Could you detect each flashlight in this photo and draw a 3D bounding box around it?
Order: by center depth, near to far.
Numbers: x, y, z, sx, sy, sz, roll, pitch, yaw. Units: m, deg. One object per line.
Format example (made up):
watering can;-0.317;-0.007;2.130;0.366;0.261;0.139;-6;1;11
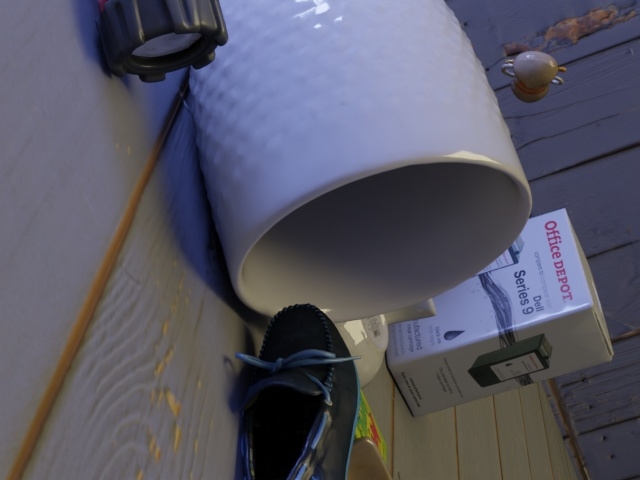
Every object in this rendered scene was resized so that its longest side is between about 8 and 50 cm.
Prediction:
flashlight;-0.163;-0.286;1.096;0.103;0.103;0.304;0;69;-53

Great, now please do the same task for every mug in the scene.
mug;0.045;-0.121;1.270;0.374;0.276;0.328;16;48;-46

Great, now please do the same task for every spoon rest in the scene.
spoon rest;0.053;0.098;1.579;0.276;0.084;0.137;-15;85;-65

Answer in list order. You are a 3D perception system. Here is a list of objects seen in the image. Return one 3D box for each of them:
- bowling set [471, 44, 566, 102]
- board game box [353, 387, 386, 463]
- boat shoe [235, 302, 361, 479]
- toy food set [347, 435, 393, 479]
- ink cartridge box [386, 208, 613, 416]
bowling set;0.118;-0.145;1.483;0.154;0.287;0.200;56;47;-82
board game box;0.017;0.171;1.344;0.092;0.043;0.181;-85;154;-63
boat shoe;-0.016;0.140;1.103;0.258;0.109;0.089;-97;161;-49
toy food set;0.072;0.353;1.208;0.306;0.092;0.220;-84;153;-61
ink cartridge box;0.238;0.098;1.850;0.211;0.289;0.121;-95;162;-49
